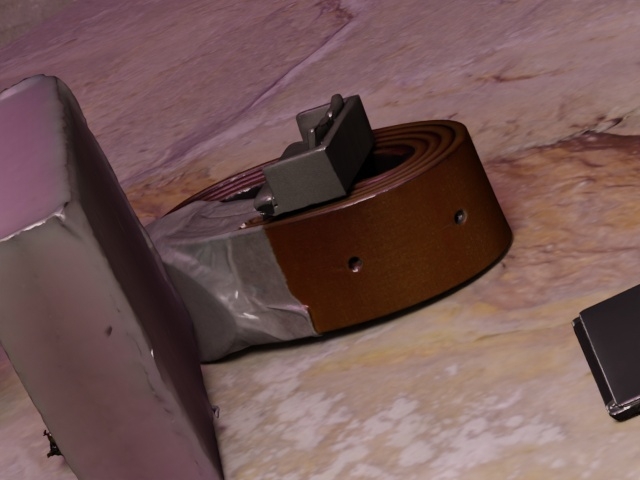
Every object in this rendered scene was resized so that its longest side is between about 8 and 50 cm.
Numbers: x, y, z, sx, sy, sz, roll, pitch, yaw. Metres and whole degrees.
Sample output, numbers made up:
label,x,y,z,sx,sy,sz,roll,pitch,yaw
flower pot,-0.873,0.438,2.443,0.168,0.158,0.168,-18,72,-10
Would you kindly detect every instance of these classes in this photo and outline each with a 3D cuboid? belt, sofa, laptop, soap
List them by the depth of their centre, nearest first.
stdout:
label,x,y,z,sx,sy,sz,roll,pitch,yaw
laptop,0.249,0.063,1.383,0.129,0.016,0.180,-25,19,7
soap,-0.181,0.044,1.544,0.107,0.285,0.296,-24,25,1
sofa,-0.011,-0.078,1.681,0.085,0.060,0.147,-18,17,19
belt,0.000,0.000,1.743,0.338,0.122,0.217,-14,20,30

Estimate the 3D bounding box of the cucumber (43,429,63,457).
label,x,y,z,sx,sy,sz,roll,pitch,yaw
cucumber,-0.197,0.140,1.740,0.053,0.053,0.181,-16,23,30
